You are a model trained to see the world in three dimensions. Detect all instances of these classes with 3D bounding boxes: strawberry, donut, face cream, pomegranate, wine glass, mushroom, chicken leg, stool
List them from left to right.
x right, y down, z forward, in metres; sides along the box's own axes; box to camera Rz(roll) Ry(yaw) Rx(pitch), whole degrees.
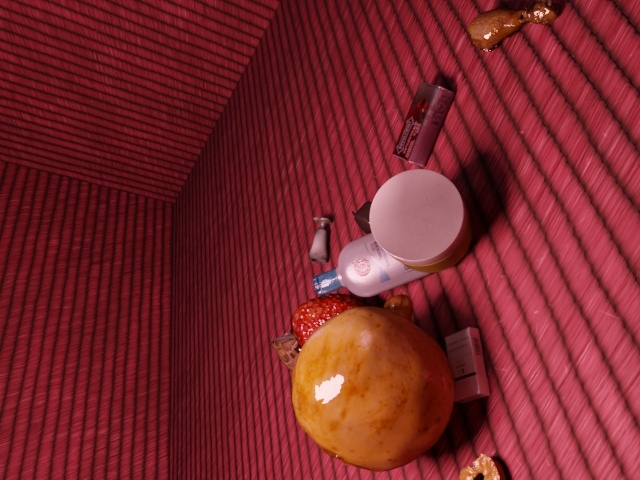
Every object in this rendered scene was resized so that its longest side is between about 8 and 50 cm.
[{"bbox_3d":[-0.062,0.376,1.945,0.286,0.156,0.151,-20,89,58],"label":"mushroom"},{"bbox_3d":[0.000,0.000,2.043,0.072,0.072,0.155,-17,62,58],"label":"wine glass"},{"bbox_3d":[0.057,0.260,1.659,0.288,0.239,0.250,-37,77,40],"label":"strawberry"},{"bbox_3d":[0.134,0.066,1.580,0.337,0.080,0.162,-23,81,22],"label":"face cream"},{"bbox_3d":[0.129,0.310,1.344,0.410,0.410,0.409,-35,48,51],"label":"pomegranate"},{"bbox_3d":[0.188,-0.044,1.661,0.121,0.125,0.217,-44,62,-9],"label":"stool"},{"bbox_3d":[0.246,-0.041,1.397,0.218,0.179,0.218,-5,76,21],"label":"face cream"},{"bbox_3d":[0.341,0.502,1.213,0.108,0.043,0.097,-51,36,36],"label":"donut"},{"bbox_3d":[0.465,-0.534,1.425,0.252,0.087,0.107,2,72,56],"label":"chicken leg"}]

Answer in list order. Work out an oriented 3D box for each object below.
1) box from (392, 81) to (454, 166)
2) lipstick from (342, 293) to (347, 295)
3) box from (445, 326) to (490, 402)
[{"bbox_3d":[0.290,-0.330,1.664,0.120,0.069,0.224,46,119,58],"label":"box"},{"bbox_3d":[0.065,0.218,1.874,0.019,0.019,0.094,28,103,61],"label":"lipstick"},{"bbox_3d":[0.333,0.284,1.331,0.084,0.040,0.154,-37,48,47],"label":"box"}]
